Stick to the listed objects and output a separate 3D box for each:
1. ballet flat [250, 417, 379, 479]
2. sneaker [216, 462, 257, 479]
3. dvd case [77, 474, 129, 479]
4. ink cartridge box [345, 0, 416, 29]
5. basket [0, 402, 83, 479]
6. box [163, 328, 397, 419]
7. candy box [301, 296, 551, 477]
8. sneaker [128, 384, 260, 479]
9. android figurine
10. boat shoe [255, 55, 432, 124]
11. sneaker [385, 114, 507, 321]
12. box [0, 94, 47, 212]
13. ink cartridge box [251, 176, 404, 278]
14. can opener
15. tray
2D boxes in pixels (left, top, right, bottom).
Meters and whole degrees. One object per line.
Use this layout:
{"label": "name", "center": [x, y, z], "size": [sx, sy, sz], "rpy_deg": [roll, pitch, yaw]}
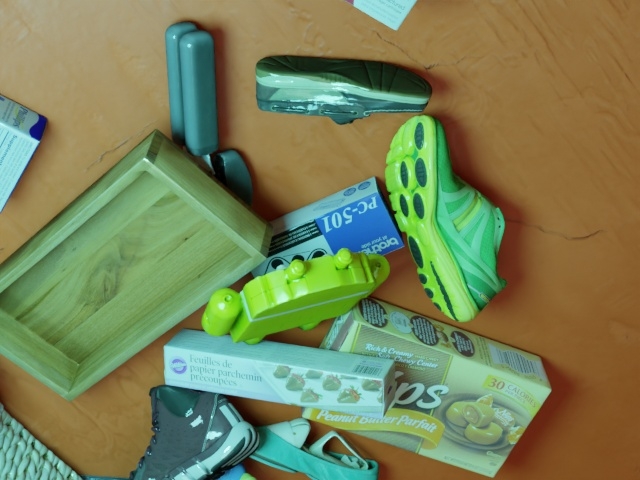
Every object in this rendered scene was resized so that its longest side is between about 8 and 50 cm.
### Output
{"label": "ballet flat", "center": [-0.017, 0.316, 1.837], "size": [0.247, 0.083, 0.087], "rpy_deg": [27, 91, -17]}
{"label": "sneaker", "center": [-0.191, 0.402, 1.858], "size": [0.240, 0.126, 0.091], "rpy_deg": [-31, 152, 19]}
{"label": "dvd case", "center": [-0.345, 0.462, 1.927], "size": [0.165, 0.018, 0.221], "rpy_deg": [5, 120, -6]}
{"label": "ink cartridge box", "center": [0.079, -0.364, 1.412], "size": [0.128, 0.127, 0.176], "rpy_deg": [27, 114, -17]}
{"label": "basket", "center": [-0.515, 0.470, 1.736], "size": [0.328, 0.331, 0.266], "rpy_deg": [-37, 114, 19]}
{"label": "box", "center": [-0.057, 0.182, 1.686], "size": [0.324, 0.067, 0.063], "rpy_deg": [6, 112, 17]}
{"label": "candy box", "center": [0.149, 0.212, 1.770], "size": [0.316, 0.087, 0.183], "rpy_deg": [20, 117, -13]}
{"label": "sneaker", "center": [-0.232, 0.305, 1.780], "size": [0.281, 0.106, 0.162], "rpy_deg": [-37, 73, 10]}
{"label": "android figurine", "center": [-0.028, 0.071, 1.588], "size": [0.248, 0.056, 0.273], "rpy_deg": [-14, 164, -17]}
{"label": "boat shoe", "center": [0.027, -0.184, 1.545], "size": [0.224, 0.080, 0.073], "rpy_deg": [7, 125, -1]}
{"label": "sneaker", "center": [0.173, -0.038, 1.635], "size": [0.123, 0.109, 0.295], "rpy_deg": [-29, 115, -24]}
{"label": "box", "center": [-0.439, -0.123, 1.554], "size": [0.137, 0.072, 0.126], "rpy_deg": [28, 115, -17]}
{"label": "ink cartridge box", "center": [0.000, 0.000, 1.664], "size": [0.207, 0.046, 0.097], "rpy_deg": [-23, 120, 9]}
{"label": "can opener", "center": [-0.149, -0.145, 1.569], "size": [0.093, 0.074, 0.280], "rpy_deg": [-25, 127, -28]}
{"label": "tray", "center": [-0.278, 0.044, 1.614], "size": [0.203, 0.076, 0.411], "rpy_deg": [40, 124, -23]}
